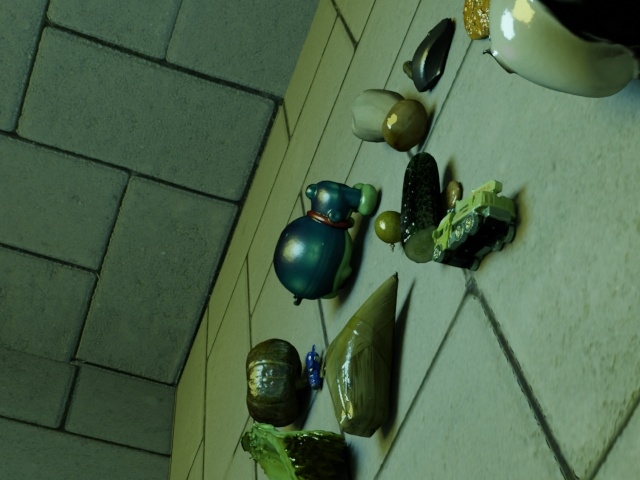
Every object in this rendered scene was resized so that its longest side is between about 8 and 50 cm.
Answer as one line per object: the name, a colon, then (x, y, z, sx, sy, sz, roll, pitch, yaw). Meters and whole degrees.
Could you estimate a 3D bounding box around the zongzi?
zongzi: (0.102, 0.205, 1.696, 0.256, 0.115, 0.228, -57, 21, 17)

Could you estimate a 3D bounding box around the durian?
durian: (-0.070, 0.451, 1.857, 0.394, 0.198, 0.163, 138, 146, -69)

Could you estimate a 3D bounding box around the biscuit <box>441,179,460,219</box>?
biscuit: (0.217, -0.049, 1.698, 0.147, 0.018, 0.071, 121, 158, -43)

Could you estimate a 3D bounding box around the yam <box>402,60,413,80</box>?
yam: (0.210, -0.381, 2.118, 0.129, 0.027, 0.033, -110, 38, -67)

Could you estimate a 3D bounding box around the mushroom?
mushroom: (0.141, -0.271, 2.070, 0.350, 0.128, 0.128, -136, 64, -70)

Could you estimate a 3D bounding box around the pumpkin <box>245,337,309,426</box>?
pumpkin: (-0.098, 0.339, 2.234, 0.219, 0.162, 0.219, -4, -90, -88)

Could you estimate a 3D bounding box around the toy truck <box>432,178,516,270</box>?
toy truck: (0.238, -0.026, 1.456, 0.169, 0.077, 0.100, 128, 153, -60)

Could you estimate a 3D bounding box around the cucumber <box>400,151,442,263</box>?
cucumber: (0.180, -0.071, 1.677, 0.074, 0.074, 0.241, 121, 160, -45)

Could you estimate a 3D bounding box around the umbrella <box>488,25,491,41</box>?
umbrella: (0.343, -0.430, 1.551, 0.071, 0.070, 0.248, -124, 54, -73)

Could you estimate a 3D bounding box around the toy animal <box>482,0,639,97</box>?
toy animal: (0.331, -0.312, 1.126, 0.310, 0.250, 0.251, -31, 43, 60)

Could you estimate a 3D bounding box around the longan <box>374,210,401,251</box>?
longan: (0.141, -0.018, 1.862, 0.075, 0.075, 0.083, 163, 107, -74)

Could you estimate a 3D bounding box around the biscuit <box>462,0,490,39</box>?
biscuit: (0.330, -0.499, 1.757, 0.254, 0.035, 0.254, -164, 90, -77)

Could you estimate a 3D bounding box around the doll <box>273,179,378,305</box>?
doll: (0.000, 0.000, 2.165, 0.198, 0.186, 0.322, -175, 105, -77)

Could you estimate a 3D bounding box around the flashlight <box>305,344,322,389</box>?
flashlight: (-0.013, 0.298, 2.168, 0.121, 0.035, 0.057, -101, 29, -53)

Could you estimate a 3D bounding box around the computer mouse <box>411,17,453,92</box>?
computer mouse: (0.230, -0.399, 1.986, 0.099, 0.057, 0.172, -163, 93, -79)
